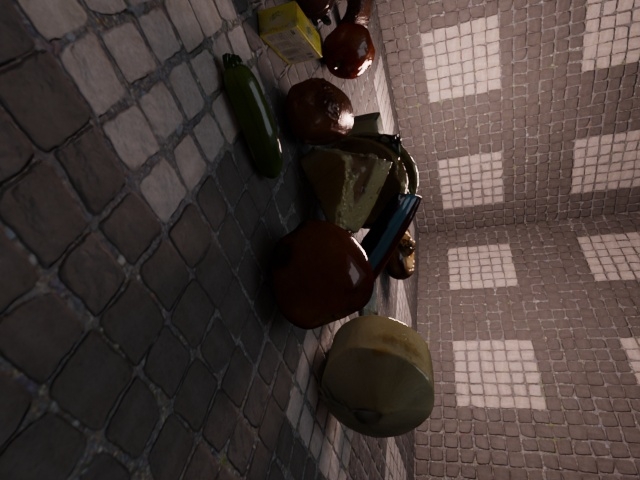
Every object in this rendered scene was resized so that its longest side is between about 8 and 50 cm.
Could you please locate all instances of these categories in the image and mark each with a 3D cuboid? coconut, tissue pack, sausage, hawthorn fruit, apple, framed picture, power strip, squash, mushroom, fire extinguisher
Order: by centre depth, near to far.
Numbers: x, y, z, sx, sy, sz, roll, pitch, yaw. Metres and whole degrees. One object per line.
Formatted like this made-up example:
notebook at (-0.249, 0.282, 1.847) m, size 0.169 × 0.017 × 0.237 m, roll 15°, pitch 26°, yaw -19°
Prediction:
squash at (-0.126, -0.232, 0.807) m, size 0.069 × 0.070 × 0.257 m, roll -72°, pitch 150°, yaw -50°
apple at (-0.002, 0.068, 0.872) m, size 0.230 × 0.230 × 0.229 m, roll -6°, pitch 90°, yaw -71°
tissue pack at (-0.070, -0.497, 1.006) m, size 0.176 × 0.095 × 0.062 m, roll 0°, pitch 85°, yaw -71°
sausage at (0.004, -0.328, 1.078) m, size 0.268 × 0.153 × 0.140 m, roll -29°, pitch 104°, yaw -71°
coconut at (0.150, 0.367, 1.103) m, size 0.323 × 0.324 × 0.322 m, roll -6°, pitch 90°, yaw -71°
fire extinguisher at (-0.039, -0.742, 1.181) m, size 0.147 × 0.107 × 0.337 m, roll 68°, pitch 11°, yaw 24°
hawthorn fruit at (0.089, -0.629, 1.406) m, size 0.200 × 0.179 × 0.179 m, roll -68°, pitch 148°, yaw -31°
power strip at (0.181, -0.371, 1.628) m, size 0.140 × 0.139 × 0.224 m, roll -65°, pitch 144°, yaw -57°
framed picture at (0.196, 0.299, 1.661) m, size 0.265 × 0.016 × 0.346 m, roll 42°, pitch 45°, yaw -62°
mushroom at (0.403, 0.057, 2.124) m, size 0.278 × 0.163 × 0.296 m, roll 70°, pitch 22°, yaw -58°

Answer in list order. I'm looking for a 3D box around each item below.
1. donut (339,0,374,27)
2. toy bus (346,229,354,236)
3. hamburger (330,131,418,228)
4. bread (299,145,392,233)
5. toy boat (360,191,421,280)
donut at (0.132, -0.943, 1.663) m, size 0.112 × 0.152 × 0.294 m, roll -44°, pitch 127°, yaw -54°
toy bus at (0.057, 0.045, 1.216) m, size 0.103 × 0.092 × 0.181 m, roll 22°, pitch 64°, yaw -67°
hamburger at (0.176, -0.199, 1.382) m, size 0.195 × 0.277 × 0.317 m, roll -32°, pitch 120°, yaw -60°
bread at (0.038, -0.151, 1.135) m, size 0.184 × 0.211 × 0.223 m, roll -2°, pitch 113°, yaw -57°
toy boat at (0.173, 0.019, 1.265) m, size 0.391 × 0.080 × 0.136 m, roll -59°, pitch -158°, yaw 9°
